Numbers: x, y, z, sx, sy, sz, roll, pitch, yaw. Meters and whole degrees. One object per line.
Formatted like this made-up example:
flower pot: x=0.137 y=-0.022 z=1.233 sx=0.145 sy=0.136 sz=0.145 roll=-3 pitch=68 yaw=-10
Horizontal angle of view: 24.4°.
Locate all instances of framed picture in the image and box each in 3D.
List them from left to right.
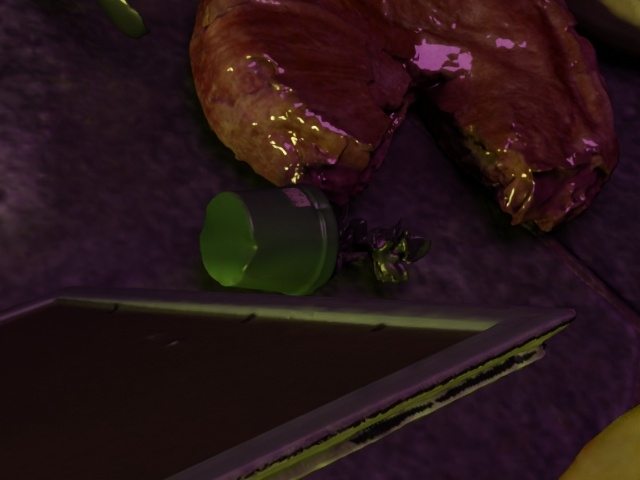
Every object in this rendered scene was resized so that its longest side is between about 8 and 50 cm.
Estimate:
framed picture: x=-0.104 y=0.060 z=0.437 sx=0.232 sy=0.296 sz=0.019 roll=-21 pitch=102 yaw=-33

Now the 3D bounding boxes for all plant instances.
plant: x=0.000 y=0.000 z=0.646 sx=0.102 sy=0.051 sz=0.051 roll=3 pitch=48 yaw=-36

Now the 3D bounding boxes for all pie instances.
pie: x=0.042 y=-0.088 z=0.732 sx=0.219 sy=0.054 sz=0.204 roll=-5 pitch=53 yaw=-25

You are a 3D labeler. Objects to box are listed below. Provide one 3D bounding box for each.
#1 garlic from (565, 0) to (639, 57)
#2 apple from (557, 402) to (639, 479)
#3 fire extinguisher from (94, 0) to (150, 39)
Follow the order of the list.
garlic: x=0.200 y=-0.178 z=0.853 sx=0.128 sy=0.090 sz=0.198 roll=28 pitch=50 yaw=22
apple: x=0.207 y=0.181 z=0.399 sx=0.329 sy=0.295 sz=0.365 roll=18 pitch=40 yaw=-16
fire extinguisher: x=-0.087 y=-0.250 z=0.790 sx=0.135 sy=0.114 sz=0.337 roll=40 pitch=42 yaw=-21
